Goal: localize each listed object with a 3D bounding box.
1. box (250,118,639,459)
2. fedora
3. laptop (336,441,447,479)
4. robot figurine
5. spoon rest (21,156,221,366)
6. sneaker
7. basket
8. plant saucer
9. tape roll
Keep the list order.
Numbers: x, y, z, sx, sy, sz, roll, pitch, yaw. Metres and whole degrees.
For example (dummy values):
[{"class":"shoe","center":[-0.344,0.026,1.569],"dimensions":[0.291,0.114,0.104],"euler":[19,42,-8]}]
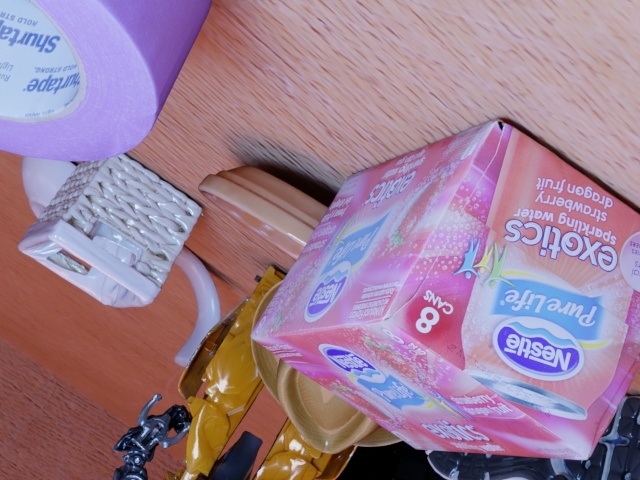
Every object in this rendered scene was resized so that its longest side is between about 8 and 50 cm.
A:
[{"class":"box","center":[0.084,0.038,1.204],"dimensions":[0.154,0.142,0.300],"euler":[35,167,-12]},{"class":"fedora","center":[0.016,0.119,1.631],"dimensions":[0.194,0.079,0.194],"euler":[11,129,14]},{"class":"laptop","center":[0.116,0.254,1.813],"dimensions":[0.234,0.264,0.137],"euler":[20,-176,40]},{"class":"robot figurine","center":[-0.061,0.184,1.753],"dimensions":[0.211,0.291,0.085],"euler":[31,174,2]},{"class":"spoon rest","center":[-0.194,0.004,1.902],"dimensions":[0.276,0.084,0.137],"euler":[50,160,-20]},{"class":"sneaker","center":[0.238,0.189,1.539],"dimensions":[0.147,0.129,0.330],"euler":[24,178,-37]},{"class":"basket","center":[-0.191,-0.010,1.737],"dimensions":[0.113,0.103,0.167],"euler":[34,166,-14]},{"class":"plant saucer","center":[0.000,0.000,1.441],"dimensions":[0.200,0.037,0.200],"euler":[32,175,3]},{"class":"tape roll","center":[-0.203,-0.159,1.092],"dimensions":[0.275,0.090,0.275],"euler":[20,155,10]}]
